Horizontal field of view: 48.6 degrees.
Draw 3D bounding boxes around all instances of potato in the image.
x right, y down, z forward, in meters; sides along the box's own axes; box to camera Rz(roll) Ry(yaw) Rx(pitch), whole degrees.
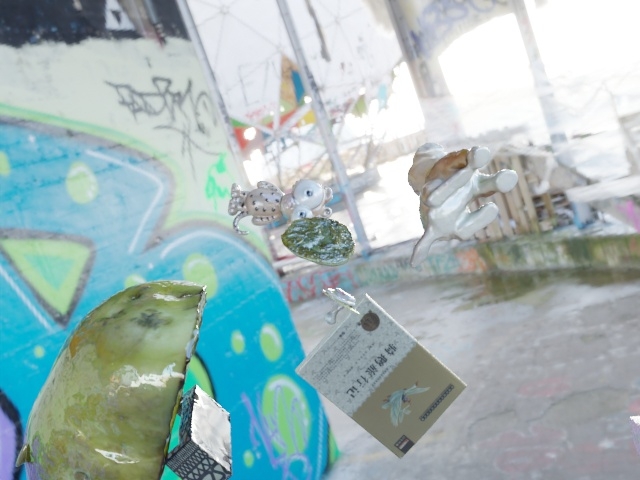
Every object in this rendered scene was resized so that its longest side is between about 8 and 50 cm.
[{"bbox_3d":[-0.164,0.141,0.540,0.111,0.272,0.160,13,27,-9],"label":"potato"}]

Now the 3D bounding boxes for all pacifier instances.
[{"bbox_3d":[0.028,0.121,1.263,0.064,0.083,0.068,-59,-28,1],"label":"pacifier"}]

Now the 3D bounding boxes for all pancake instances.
[{"bbox_3d":[0.000,-0.001,0.953,0.107,0.017,0.108,10,35,-7],"label":"pancake"}]

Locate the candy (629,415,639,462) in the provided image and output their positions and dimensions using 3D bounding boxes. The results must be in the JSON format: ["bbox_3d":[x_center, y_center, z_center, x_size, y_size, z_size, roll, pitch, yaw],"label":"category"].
[{"bbox_3d":[0.666,0.377,1.276,0.155,0.116,0.265,-14,-10,12],"label":"candy"}]

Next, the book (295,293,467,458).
[{"bbox_3d":[0.131,0.288,1.481,0.217,0.310,0.021,-48,14,1],"label":"book"}]

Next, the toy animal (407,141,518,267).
[{"bbox_3d":[0.154,-0.058,0.995,0.184,0.104,0.185,-48,26,1],"label":"toy animal"}]

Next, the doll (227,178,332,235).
[{"bbox_3d":[-0.106,-0.088,1.869,0.277,0.154,0.119,-1,-12,1],"label":"doll"}]

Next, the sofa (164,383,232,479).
[{"bbox_3d":[-0.121,0.197,0.707,0.039,0.060,0.118,-40,17,3],"label":"sofa"}]
